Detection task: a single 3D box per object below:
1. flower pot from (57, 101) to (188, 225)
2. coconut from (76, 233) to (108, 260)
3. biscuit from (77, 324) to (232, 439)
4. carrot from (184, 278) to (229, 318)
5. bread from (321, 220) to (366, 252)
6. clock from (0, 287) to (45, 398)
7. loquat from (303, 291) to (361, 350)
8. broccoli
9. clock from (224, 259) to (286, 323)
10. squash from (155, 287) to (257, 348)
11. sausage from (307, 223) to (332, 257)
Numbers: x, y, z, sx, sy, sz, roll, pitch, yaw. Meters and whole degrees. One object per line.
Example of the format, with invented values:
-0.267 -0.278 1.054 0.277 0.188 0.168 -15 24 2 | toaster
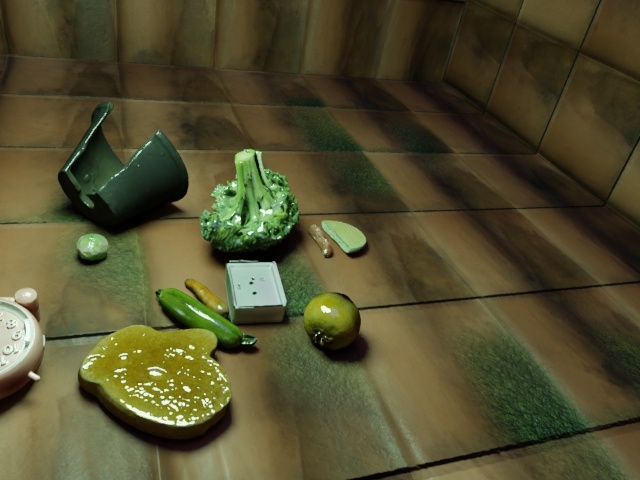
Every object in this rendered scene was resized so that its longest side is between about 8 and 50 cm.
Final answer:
-0.622 -0.192 1.700 0.379 0.380 0.251 24 56 18 | flower pot
-0.638 0.019 1.553 0.083 0.081 0.082 22 46 -1 | coconut
-0.346 0.297 1.250 0.343 0.057 0.287 23 35 16 | biscuit
-0.310 0.151 1.493 0.047 0.047 0.191 -21 44 -39 | carrot
0.092 -0.012 1.867 0.112 0.036 0.193 -4 33 -31 | bread
-0.702 0.240 1.168 0.226 0.142 0.241 -7 47 -25 | clock
0.030 0.206 1.432 0.163 0.137 0.163 20 41 -18 | loquat
-0.240 -0.107 1.703 0.249 0.302 0.375 -11 18 44 | broccoli
-0.180 0.139 1.523 0.146 0.071 0.192 0 35 -17 | clock
-0.307 0.192 1.403 0.318 0.071 0.080 25 31 18 | squash
0.000 0.000 1.820 0.036 0.042 0.158 35 16 -42 | sausage
